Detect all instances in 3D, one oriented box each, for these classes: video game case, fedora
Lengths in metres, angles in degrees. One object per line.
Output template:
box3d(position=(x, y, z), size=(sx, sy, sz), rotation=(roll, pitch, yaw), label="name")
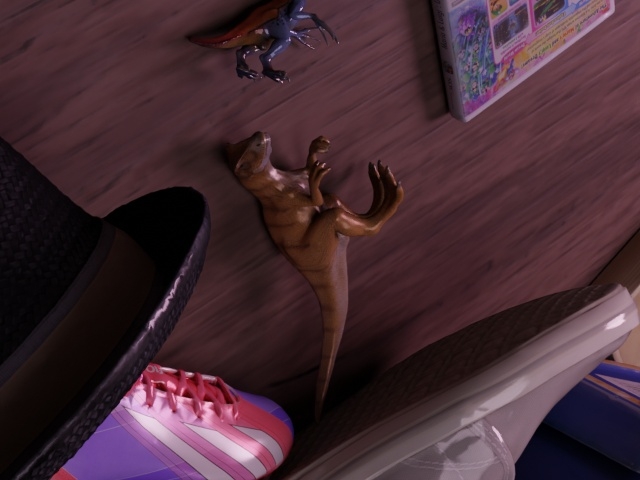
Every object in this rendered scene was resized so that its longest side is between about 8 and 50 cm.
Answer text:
box3d(position=(0.135, -0.175, 1.082), size=(0.157, 0.019, 0.143), rotation=(-37, 135, -25), label="video game case")
box3d(position=(-0.212, 0.047, 0.721), size=(0.334, 0.334, 0.152), rotation=(-45, 107, -17), label="fedora")

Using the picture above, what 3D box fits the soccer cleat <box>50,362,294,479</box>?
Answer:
box3d(position=(-0.106, 0.103, 0.962), size=(0.248, 0.083, 0.095), rotation=(0, 109, -43), label="soccer cleat")

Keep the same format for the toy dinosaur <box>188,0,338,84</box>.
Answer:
box3d(position=(-0.019, -0.130, 0.938), size=(0.090, 0.047, 0.082), rotation=(30, 72, -40), label="toy dinosaur")

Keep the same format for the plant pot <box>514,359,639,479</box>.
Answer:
box3d(position=(0.217, 0.208, 1.217), size=(0.236, 0.236, 0.212), rotation=(14, 98, -35), label="plant pot")

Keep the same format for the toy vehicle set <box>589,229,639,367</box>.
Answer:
box3d(position=(0.308, 0.085, 1.402), size=(0.166, 0.035, 0.267), rotation=(-45, 138, -16), label="toy vehicle set")

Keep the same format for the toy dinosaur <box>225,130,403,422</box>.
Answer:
box3d(position=(0.000, 0.000, 1.031), size=(0.112, 0.064, 0.211), rotation=(-29, 124, -7), label="toy dinosaur")

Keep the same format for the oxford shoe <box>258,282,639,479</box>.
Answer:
box3d(position=(0.038, 0.176, 1.066), size=(0.449, 0.169, 0.130), rotation=(-35, 94, -19), label="oxford shoe")
